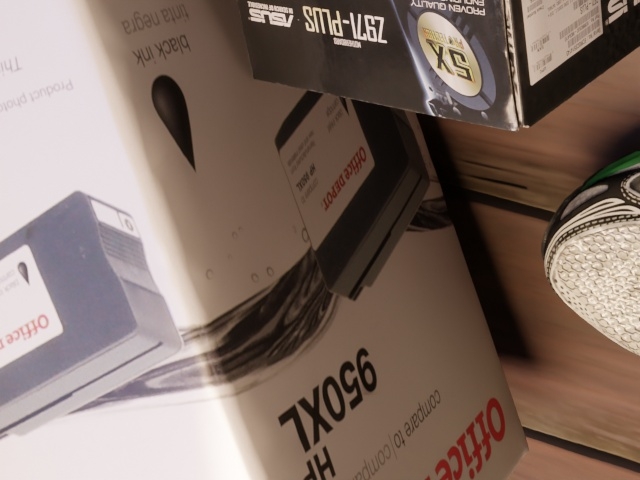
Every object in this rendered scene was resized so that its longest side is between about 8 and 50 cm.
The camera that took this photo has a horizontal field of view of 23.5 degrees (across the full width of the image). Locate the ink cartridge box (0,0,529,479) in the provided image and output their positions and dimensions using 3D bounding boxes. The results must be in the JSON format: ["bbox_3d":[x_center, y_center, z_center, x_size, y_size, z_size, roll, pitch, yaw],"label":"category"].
[{"bbox_3d":[-0.062,-0.002,0.768,0.166,0.285,0.394,-15,100,28],"label":"ink cartridge box"}]

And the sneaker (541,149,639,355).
[{"bbox_3d":[0.241,0.057,0.676,0.344,0.146,0.134,25,135,33],"label":"sneaker"}]

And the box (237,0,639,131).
[{"bbox_3d":[0.074,-0.128,0.674,0.147,0.180,0.077,16,128,39],"label":"box"}]
